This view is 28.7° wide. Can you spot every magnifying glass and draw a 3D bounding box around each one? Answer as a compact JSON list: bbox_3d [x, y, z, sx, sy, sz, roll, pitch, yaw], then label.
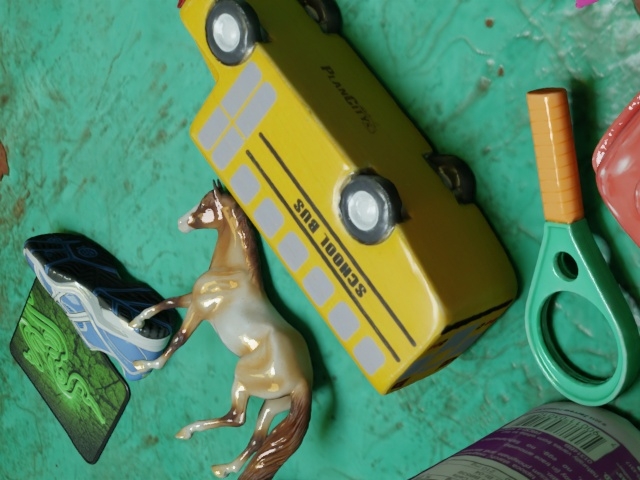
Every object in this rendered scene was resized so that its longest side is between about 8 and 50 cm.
[{"bbox_3d":[0.173,0.008,0.871,0.092,0.026,0.231,10,116,51],"label":"magnifying glass"}]

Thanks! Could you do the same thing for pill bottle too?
[{"bbox_3d":[0.104,0.230,0.833,0.169,0.302,0.169,18,116,41],"label":"pill bottle"}]

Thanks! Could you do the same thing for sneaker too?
[{"bbox_3d":[-0.238,0.064,1.283,0.211,0.080,0.081,38,125,31],"label":"sneaker"}]

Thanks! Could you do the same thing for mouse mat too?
[{"bbox_3d":[-0.288,0.146,1.416,0.189,0.007,0.152,50,133,22],"label":"mouse mat"}]

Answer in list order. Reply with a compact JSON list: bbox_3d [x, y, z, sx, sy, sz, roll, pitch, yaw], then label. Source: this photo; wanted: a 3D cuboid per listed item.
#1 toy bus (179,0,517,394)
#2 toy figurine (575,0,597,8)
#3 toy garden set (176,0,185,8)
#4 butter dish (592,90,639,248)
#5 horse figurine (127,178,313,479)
[{"bbox_3d":[0.008,-0.056,0.967,0.332,0.108,0.130,53,130,18],"label":"toy bus"},{"bbox_3d":[0.135,-0.215,0.804,0.159,0.130,0.173,54,157,5],"label":"toy figurine"},{"bbox_3d":[-0.114,-0.308,1.051,0.203,0.049,0.244,58,135,14],"label":"toy garden set"},{"bbox_3d":[0.230,-0.035,0.748,0.160,0.118,0.160,53,133,19],"label":"butter dish"},{"bbox_3d":[-0.079,0.098,1.125,0.174,0.066,0.263,-41,64,17],"label":"horse figurine"}]
